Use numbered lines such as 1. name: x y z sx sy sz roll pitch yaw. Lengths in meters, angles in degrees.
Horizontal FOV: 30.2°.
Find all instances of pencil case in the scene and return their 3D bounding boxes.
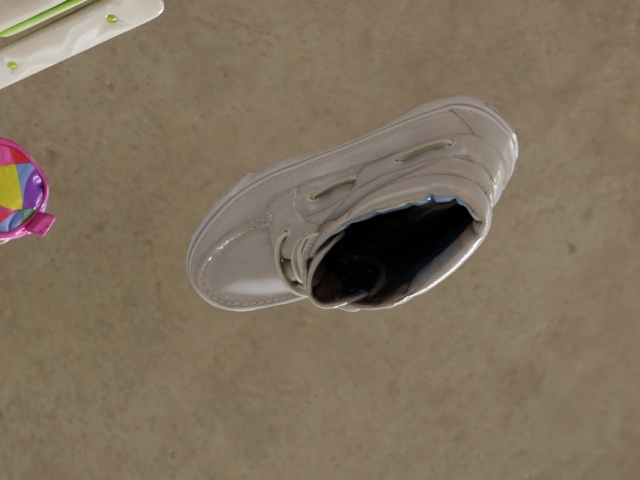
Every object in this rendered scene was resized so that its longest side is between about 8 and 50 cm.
1. pencil case: -0.358 -0.030 1.149 0.104 0.236 0.105 7 80 -43

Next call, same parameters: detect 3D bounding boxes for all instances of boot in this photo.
1. boot: 0.000 0.000 0.746 0.258 0.123 0.095 -29 108 30

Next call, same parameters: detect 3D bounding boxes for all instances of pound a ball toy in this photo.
1. pound a ball toy: -0.346 -0.324 1.443 0.319 0.208 0.136 -19 134 19
